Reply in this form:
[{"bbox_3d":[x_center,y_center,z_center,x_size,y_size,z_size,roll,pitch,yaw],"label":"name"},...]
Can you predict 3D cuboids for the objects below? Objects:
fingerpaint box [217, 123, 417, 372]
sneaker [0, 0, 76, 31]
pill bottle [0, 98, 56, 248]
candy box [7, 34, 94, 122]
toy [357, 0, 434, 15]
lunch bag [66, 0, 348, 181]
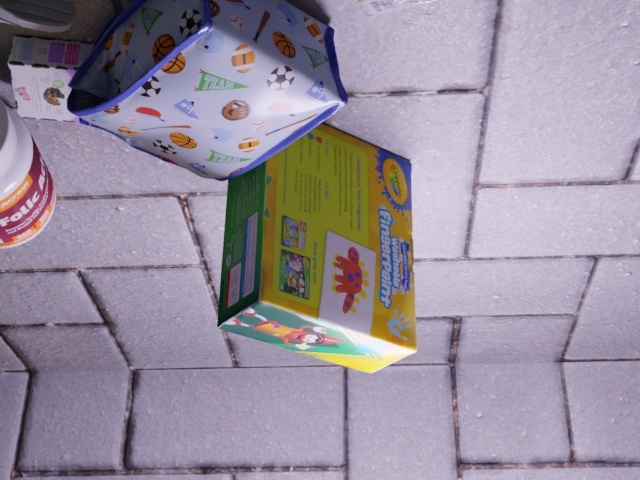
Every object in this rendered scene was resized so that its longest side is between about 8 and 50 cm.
[{"bbox_3d":[0.000,0.000,2.002,0.371,0.444,0.163,19,146,-30],"label":"fingerpaint box"},{"bbox_3d":[-0.541,-0.404,1.683,0.258,0.094,0.091,16,162,-14],"label":"sneaker"},{"bbox_3d":[-0.646,-0.140,1.911,0.224,0.224,0.392,3,164,-4],"label":"pill bottle"},{"bbox_3d":[-0.471,-0.295,1.869,0.196,0.070,0.165,4,150,-8],"label":"candy box"},{"bbox_3d":[0.159,-0.444,1.622,0.237,0.056,0.137,-12,152,29],"label":"toy"},{"bbox_3d":[-0.206,-0.277,1.741,0.328,0.238,0.385,24,135,-37],"label":"lunch bag"}]
